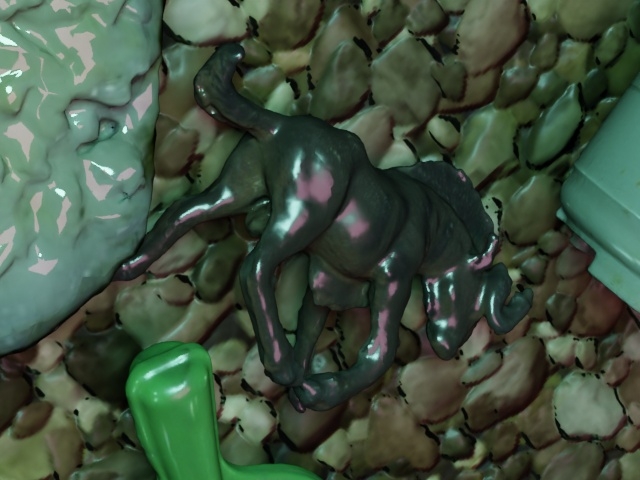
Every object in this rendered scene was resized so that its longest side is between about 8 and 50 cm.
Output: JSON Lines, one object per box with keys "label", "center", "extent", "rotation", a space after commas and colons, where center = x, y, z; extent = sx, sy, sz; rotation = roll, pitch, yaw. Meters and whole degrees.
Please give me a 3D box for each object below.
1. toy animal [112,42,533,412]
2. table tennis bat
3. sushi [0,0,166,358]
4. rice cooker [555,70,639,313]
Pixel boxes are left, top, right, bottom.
{"label": "toy animal", "center": [0.000, 0.000, 0.916], "extent": [0.232, 0.084, 0.148], "rotation": [37, 80, -34]}
{"label": "table tennis bat", "center": [-0.058, 0.151, 0.955], "extent": [0.160, 0.039, 0.257], "rotation": [-22, 132, -16]}
{"label": "sushi", "center": [-0.158, -0.127, 0.705], "extent": [0.211, 0.171, 0.350], "rotation": [-13, 118, -25]}
{"label": "rice cooker", "center": [0.261, -0.035, 0.934], "extent": [0.227, 0.280, 0.241], "rotation": [-54, 167, 8]}
